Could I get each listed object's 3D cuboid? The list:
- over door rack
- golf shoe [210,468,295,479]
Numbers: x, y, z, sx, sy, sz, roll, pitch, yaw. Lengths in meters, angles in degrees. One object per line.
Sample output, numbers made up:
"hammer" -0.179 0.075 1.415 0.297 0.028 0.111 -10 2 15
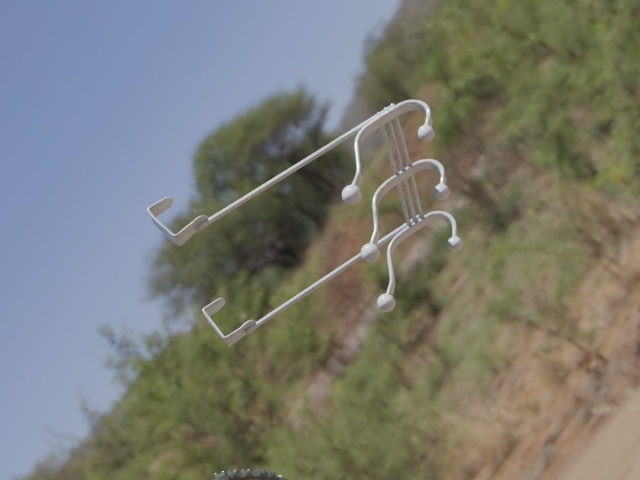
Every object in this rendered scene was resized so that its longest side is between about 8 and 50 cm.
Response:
"over door rack" 0.000 0.000 1.698 0.324 0.108 0.239 -23 -37 -3
"golf shoe" -0.037 0.325 1.518 0.105 0.273 0.120 -30 42 15
